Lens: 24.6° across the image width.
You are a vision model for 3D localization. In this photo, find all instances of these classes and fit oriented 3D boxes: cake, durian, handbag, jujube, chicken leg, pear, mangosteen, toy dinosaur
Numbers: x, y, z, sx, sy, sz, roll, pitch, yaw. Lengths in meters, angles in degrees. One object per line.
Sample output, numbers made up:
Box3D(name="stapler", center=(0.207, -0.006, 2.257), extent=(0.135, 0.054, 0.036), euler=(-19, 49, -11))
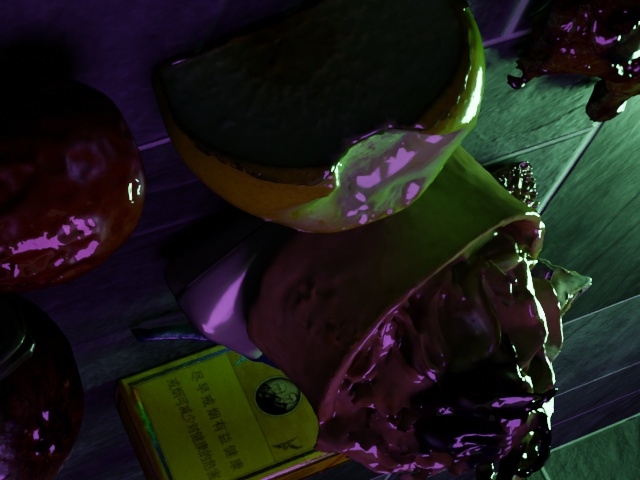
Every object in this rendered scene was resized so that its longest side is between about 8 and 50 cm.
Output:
Box3D(name="cake", center=(0.131, 0.104, 1.505), extent=(0.332, 0.321, 0.332), euler=(-37, 159, -17))
Box3D(name="durian", center=(0.206, -0.027, 1.777), extent=(0.148, 0.091, 0.188), euler=(-26, 158, -1))
Box3D(name="handbag", center=(0.000, 0.000, 1.581), extent=(0.315, 0.109, 0.241), euler=(-33, 160, 7))
Box3D(name="jujube", center=(-0.251, -0.035, 1.099), extent=(0.237, 0.168, 0.168), euler=(-14, 158, -11))
Box3D(name="chicken leg", center=(0.295, -0.190, 1.519), extent=(0.177, 0.083, 0.322), euler=(-27, 160, 30))
Box3D(name="pear", center=(0.012, -0.092, 1.289), extent=(0.292, 0.159, 0.292), euler=(-24, 163, -8))
Box3D(name="mangosteen", center=(-0.360, 0.147, 1.402), extent=(0.262, 0.235, 0.235), euler=(13, 174, 23))
Box3D(name="toy dinosaur", center=(-0.037, 0.122, 1.747), extent=(0.147, 0.363, 0.076), euler=(-72, 175, -68))

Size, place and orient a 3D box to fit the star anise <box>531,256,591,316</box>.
Box3D(name="star anise", center=(0.233, 0.117, 2.138), extent=(0.332, 0.117, 0.331), euler=(-20, 150, -12))

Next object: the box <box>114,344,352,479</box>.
Box3D(name="box", center=(-0.090, 0.226, 1.890), extent=(0.302, 0.192, 0.084), euler=(-19, 159, -20))

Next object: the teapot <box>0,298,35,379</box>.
Box3D(name="teapot", center=(-0.361, 0.083, 1.172), extent=(0.182, 0.270, 0.173), euler=(-53, 145, -42))
